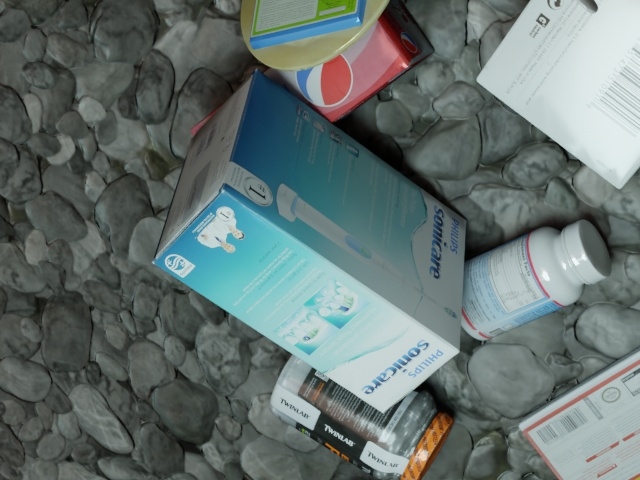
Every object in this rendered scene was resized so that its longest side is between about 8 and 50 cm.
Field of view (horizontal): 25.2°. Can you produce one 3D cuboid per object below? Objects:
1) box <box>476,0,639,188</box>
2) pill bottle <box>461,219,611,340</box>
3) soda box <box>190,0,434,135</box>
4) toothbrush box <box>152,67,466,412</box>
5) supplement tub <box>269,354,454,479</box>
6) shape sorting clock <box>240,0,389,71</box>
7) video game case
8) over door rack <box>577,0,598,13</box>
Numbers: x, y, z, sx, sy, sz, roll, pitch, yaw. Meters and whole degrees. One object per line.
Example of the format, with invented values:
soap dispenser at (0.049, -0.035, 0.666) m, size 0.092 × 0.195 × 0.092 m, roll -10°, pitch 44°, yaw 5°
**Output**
box at (0.281, -0.182, 1.374) m, size 0.182 × 0.119 × 0.181 m, roll 38°, pitch 120°, yaw 9°
pill bottle at (0.219, 0.039, 1.502) m, size 0.160 × 0.087 × 0.087 m, roll -26°, pitch 96°, yaw 30°
soda box at (-0.012, -0.161, 1.540) m, size 0.263 × 0.083 × 0.092 m, roll -35°, pitch 92°, yaw 30°
toothbrush box at (0.000, 0.000, 1.459) m, size 0.295 × 0.216 × 0.126 m, roll 33°, pitch 125°, yaw -19°
supplement tub at (0.048, 0.192, 1.621) m, size 0.190 × 0.117 × 0.117 m, roll 31°, pitch 118°, yaw 13°
shape sorting clock at (0.001, -0.265, 1.462) m, size 0.206 × 0.040 × 0.206 m, roll -17°, pitch 62°, yaw 34°
video game case at (0.377, 0.262, 1.547) m, size 0.204 × 0.025 × 0.285 m, roll -37°, pitch 90°, yaw 30°
over door rack at (0.405, -0.198, 1.235) m, size 0.324 × 0.239 × 0.108 m, roll 38°, pitch 134°, yaw 8°
